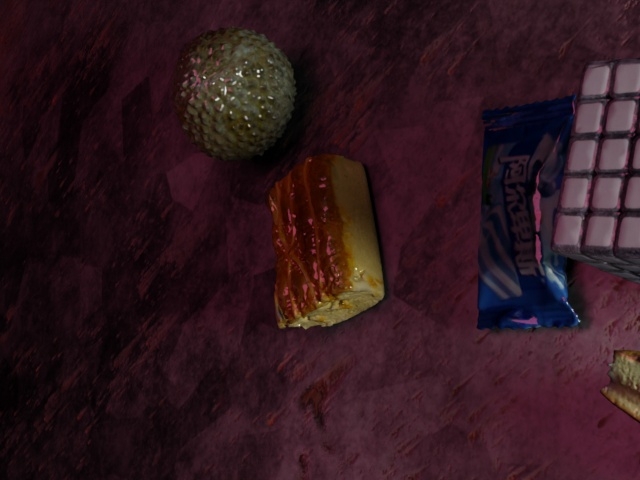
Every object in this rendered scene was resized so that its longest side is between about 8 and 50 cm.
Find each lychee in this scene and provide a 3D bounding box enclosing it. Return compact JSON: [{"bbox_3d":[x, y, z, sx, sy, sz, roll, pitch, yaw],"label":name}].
[{"bbox_3d":[-0.172,-0.276,2.024,0.255,0.274,0.255,2,94,23],"label":"lychee"}]

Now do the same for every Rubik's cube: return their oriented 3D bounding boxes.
[{"bbox_3d":[0.436,-0.066,1.222,0.238,0.237,0.237,1,77,51],"label":"Rubik's cube"}]

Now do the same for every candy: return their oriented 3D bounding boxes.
[{"bbox_3d":[0.292,-0.039,1.515,0.187,0.077,0.331,-7,74,51],"label":"candy"}]

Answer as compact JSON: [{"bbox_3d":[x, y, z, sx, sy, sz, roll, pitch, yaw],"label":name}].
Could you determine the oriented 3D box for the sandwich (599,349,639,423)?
[{"bbox_3d":[0.447,0.203,1.227,0.258,0.096,0.094,33,109,49],"label":"sandwich"}]

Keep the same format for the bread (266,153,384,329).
[{"bbox_3d":[0.000,0.000,1.820,0.184,0.114,0.275,-32,52,39],"label":"bread"}]
